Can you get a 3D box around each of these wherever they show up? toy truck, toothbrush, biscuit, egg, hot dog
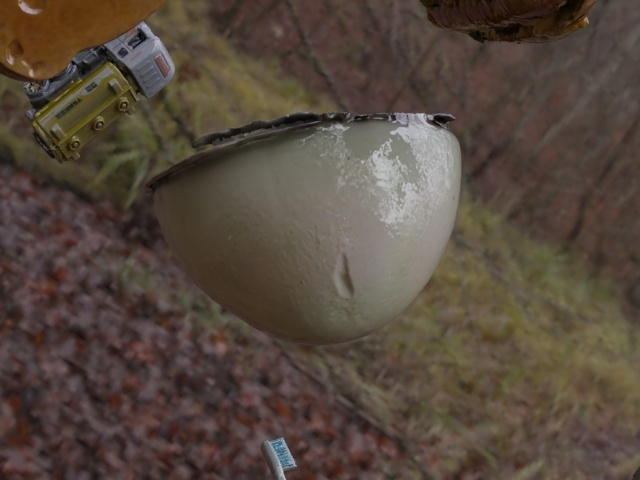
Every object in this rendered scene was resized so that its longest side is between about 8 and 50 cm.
[{"bbox_3d":[-0.168,-0.114,0.966,0.063,0.123,0.052,42,-13,35],"label":"toy truck"},{"bbox_3d":[0.014,0.279,1.084,0.026,0.022,0.263,-15,58,-27],"label":"toothbrush"},{"bbox_3d":[-0.118,-0.149,0.594,0.023,0.140,0.118,31,-30,60],"label":"biscuit"},{"bbox_3d":[-0.005,0.001,1.061,0.264,0.174,0.286,-10,-4,-5],"label":"egg"},{"bbox_3d":[0.121,-0.180,0.872,0.115,0.072,0.269,29,0,-8],"label":"hot dog"}]

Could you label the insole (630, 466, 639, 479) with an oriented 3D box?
[{"bbox_3d":[0.201,0.178,0.705,0.011,0.081,0.248,39,21,-5],"label":"insole"}]
